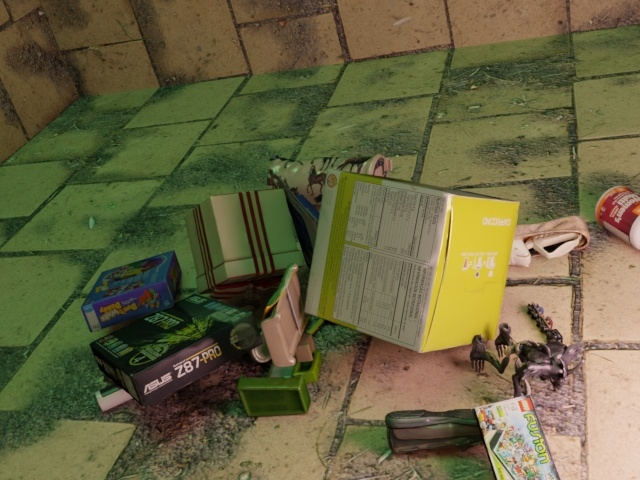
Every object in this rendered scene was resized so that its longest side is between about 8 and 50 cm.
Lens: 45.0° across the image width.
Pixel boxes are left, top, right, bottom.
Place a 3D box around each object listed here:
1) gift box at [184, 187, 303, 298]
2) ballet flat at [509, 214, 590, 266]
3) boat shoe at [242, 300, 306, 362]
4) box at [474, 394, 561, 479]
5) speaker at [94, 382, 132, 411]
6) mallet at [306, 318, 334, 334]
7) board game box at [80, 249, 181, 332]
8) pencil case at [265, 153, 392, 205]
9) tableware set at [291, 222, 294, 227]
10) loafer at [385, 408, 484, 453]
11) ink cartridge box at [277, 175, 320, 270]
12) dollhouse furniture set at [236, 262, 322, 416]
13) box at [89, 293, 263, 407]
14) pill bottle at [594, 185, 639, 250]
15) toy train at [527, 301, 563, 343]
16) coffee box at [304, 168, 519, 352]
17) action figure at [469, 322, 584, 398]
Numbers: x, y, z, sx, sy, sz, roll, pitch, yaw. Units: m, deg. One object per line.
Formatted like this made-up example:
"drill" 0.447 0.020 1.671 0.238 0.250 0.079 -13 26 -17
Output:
"gift box" -0.209 0.022 2.105 0.255 0.258 0.276 -9 -10 -25
"ballet flat" 0.552 0.010 2.011 0.315 0.108 0.106 -15 45 1
"boat shoe" -0.114 0.230 1.967 0.068 0.081 0.227 -24 13 50
"box" 0.372 0.401 1.444 0.114 0.036 0.207 -15 57 2
"speaker" -0.488 0.374 1.924 0.136 0.055 0.055 -23 32 -13
"mallet" -0.018 0.237 1.964 0.062 0.039 0.190 11 44 32
"board game box" -0.529 0.136 2.203 0.233 0.078 0.347 -17 14 -2
"pencil case" 0.024 -0.202 2.515 0.410 0.160 0.184 1 50 26
"tableware set" -0.155 -0.031 2.452 0.104 0.024 0.154 15 43 40
"loafer" 0.266 0.391 1.569 0.267 0.084 0.096 -3 2 13
"ink cartridge box" 0.000 0.000 2.062 0.072 0.307 0.303 -23 32 -11
"dollhouse furniture set" -0.112 0.226 1.759 0.151 0.302 0.198 -4 34 15
"box" -0.364 0.256 1.902 0.318 0.097 0.395 -24 14 -25
"pill bottle" 0.812 -0.046 1.962 0.121 0.121 0.221 -22 32 -11
"toy train" 0.524 0.193 1.799 0.036 0.027 0.158 -14 32 -4
"coffee box" 0.213 0.038 1.764 0.334 0.338 0.337 15 9 38
"action figure" 0.443 0.265 1.618 0.164 0.141 0.275 -25 17 -19
